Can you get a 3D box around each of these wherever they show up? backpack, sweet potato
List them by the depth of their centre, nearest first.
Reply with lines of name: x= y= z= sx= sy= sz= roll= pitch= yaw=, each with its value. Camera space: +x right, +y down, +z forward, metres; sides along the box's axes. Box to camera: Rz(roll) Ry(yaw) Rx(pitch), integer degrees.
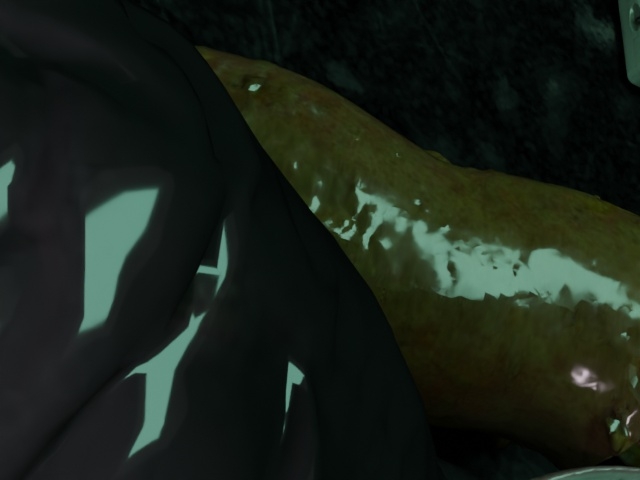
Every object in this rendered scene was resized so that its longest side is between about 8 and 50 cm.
backpack: x=-0.196 y=0.121 z=0.401 sx=0.363 sy=0.255 sz=0.445 roll=32 pitch=71 yaw=30
sweet potato: x=0.000 y=-0.001 z=0.832 sx=0.337 sy=0.131 sz=0.131 roll=22 pitch=47 yaw=0

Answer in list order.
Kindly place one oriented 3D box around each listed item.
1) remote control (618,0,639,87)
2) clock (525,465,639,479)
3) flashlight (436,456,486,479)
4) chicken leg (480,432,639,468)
remote control: x=0.267 y=-0.106 z=1.202 sx=0.190 sy=0.029 sz=0.087 roll=21 pitch=52 yaw=-31
clock: x=0.118 y=0.215 z=0.775 sx=0.244 sy=0.056 sz=0.244 roll=2 pitch=84 yaw=-24
flashlight: x=0.095 y=0.156 z=0.847 sx=0.232 sy=0.093 sz=0.093 roll=26 pitch=49 yaw=-20
chicken leg: x=0.185 y=0.097 z=0.965 sx=0.304 sy=0.093 sz=0.113 roll=18 pitch=66 yaw=-27
